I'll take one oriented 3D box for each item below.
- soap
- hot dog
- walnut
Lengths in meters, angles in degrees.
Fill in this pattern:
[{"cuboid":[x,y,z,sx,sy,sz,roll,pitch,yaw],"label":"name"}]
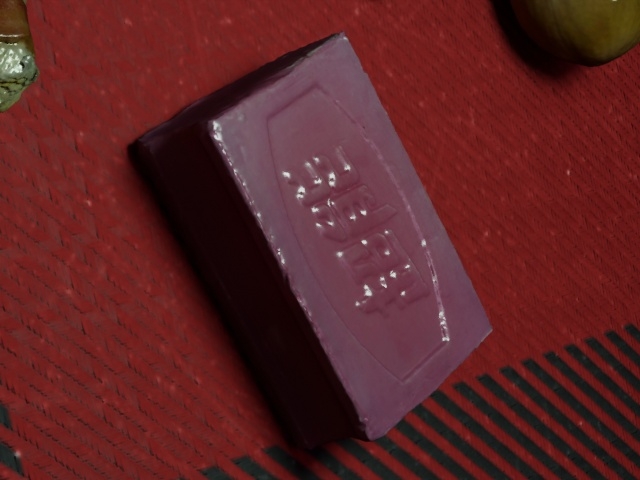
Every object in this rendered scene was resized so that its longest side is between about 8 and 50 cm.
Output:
[{"cuboid":[0.000,0.000,1.685,0.233,0.128,0.359,-39,107,-41],"label":"soap"},{"cuboid":[-0.317,-0.202,1.459,0.146,0.103,0.213,7,64,-21],"label":"hot dog"},{"cuboid":[0.308,-0.356,2.028,0.203,0.203,0.298,-1,78,-44],"label":"walnut"}]
